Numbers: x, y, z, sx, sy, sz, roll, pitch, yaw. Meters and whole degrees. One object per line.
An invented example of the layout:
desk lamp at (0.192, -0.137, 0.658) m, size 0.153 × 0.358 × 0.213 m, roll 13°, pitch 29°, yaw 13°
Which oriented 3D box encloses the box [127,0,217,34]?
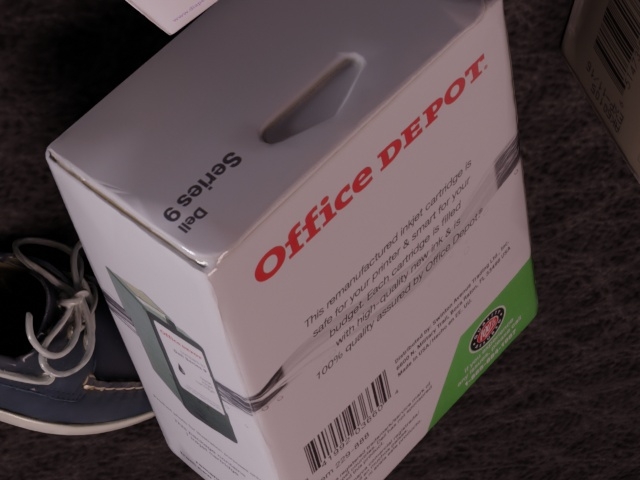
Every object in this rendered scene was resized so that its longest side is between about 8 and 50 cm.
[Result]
box at (-0.031, -0.202, 0.820) m, size 0.203 × 0.114 × 0.103 m, roll -34°, pitch 143°, yaw 14°

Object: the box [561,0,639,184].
box at (0.310, -0.139, 1.096) m, size 0.311 × 0.121 × 0.148 m, roll -10°, pitch 142°, yaw -20°

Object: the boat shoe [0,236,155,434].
boat shoe at (-0.168, 0.043, 1.071) m, size 0.254 × 0.095 × 0.079 m, roll 14°, pitch 141°, yaw -30°

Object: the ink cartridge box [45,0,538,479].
ink cartridge box at (0.000, 0.000, 1.029) m, size 0.211 × 0.121 × 0.289 m, roll -44°, pitch 149°, yaw -20°
